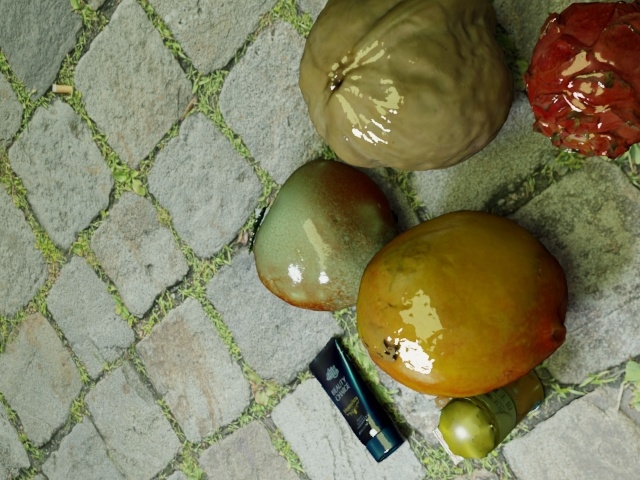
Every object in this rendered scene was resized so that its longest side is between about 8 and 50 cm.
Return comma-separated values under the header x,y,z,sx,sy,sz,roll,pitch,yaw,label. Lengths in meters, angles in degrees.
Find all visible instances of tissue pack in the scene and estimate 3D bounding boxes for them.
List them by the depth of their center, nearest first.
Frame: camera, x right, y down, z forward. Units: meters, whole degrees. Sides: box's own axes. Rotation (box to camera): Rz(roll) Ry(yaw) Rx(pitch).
x,y,z,sx,sy,sz,roll,pitch,yaw,label
0.269,0.398,1.878,0.083,0.063,0.035,54,131,15,tissue pack

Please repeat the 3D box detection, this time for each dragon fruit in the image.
x,y,z,sx,sy,sz,roll,pitch,yaw,label
0.438,-0.253,1.471,0.241,0.241,0.252,-21,78,39,dragon fruit

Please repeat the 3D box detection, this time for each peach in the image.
x,y,z,sx,sy,sz,roll,pitch,yaw,label
0.250,0.104,1.643,0.373,0.373,0.289,0,118,37,peach

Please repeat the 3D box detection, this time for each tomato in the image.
x,y,z,sx,sy,sz,roll,pitch,yaw,label
0.000,0.000,1.859,0.304,0.239,0.303,8,103,36,tomato

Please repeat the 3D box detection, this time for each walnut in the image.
x,y,z,sx,sy,sz,roll,pitch,yaw,label
0.146,-0.285,1.593,0.381,0.381,0.381,11,109,35,walnut

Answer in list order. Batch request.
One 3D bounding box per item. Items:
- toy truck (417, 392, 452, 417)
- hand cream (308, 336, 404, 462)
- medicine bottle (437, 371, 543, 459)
x,y,z,sx,sy,sz,roll,pitch,yaw,label
0.252,0.294,1.852,0.115,0.080,0.177,-27,84,44,toy truck
0.075,0.345,2.024,0.270,0.061,0.120,55,133,22,hand cream
0.307,0.305,1.711,0.124,0.239,0.124,10,108,32,medicine bottle
